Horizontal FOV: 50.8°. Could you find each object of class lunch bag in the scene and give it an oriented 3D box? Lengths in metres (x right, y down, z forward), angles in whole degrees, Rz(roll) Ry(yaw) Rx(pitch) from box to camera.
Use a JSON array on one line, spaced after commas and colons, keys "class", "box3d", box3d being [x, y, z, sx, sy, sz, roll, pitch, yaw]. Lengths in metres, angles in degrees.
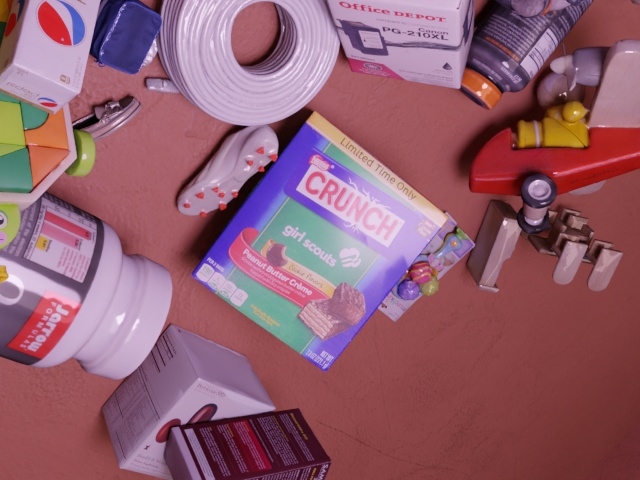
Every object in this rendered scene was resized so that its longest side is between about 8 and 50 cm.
[{"class": "lunch bag", "box3d": [-0.255, -0.261, 0.849, 0.067, 0.065, 0.098, 15, 110, -55]}]

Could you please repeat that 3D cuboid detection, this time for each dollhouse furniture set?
[{"class": "dollhouse furniture set", "box3d": [0.453, 0.029, 1.404, 0.242, 0.212, 0.161, 12, 114, -8]}]

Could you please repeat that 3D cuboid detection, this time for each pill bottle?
[{"class": "pill bottle", "box3d": [0.326, -0.340, 1.122, 0.130, 0.130, 0.246, 31, 101, -42]}, {"class": "pill bottle", "box3d": [-0.383, 0.035, 0.839, 0.363, 0.210, 0.210, 31, 101, -34]}]

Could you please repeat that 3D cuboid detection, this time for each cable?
[{"class": "cable", "box3d": [-0.092, -0.285, 0.919, 0.257, 0.089, 0.257, 9, 114, -36]}]

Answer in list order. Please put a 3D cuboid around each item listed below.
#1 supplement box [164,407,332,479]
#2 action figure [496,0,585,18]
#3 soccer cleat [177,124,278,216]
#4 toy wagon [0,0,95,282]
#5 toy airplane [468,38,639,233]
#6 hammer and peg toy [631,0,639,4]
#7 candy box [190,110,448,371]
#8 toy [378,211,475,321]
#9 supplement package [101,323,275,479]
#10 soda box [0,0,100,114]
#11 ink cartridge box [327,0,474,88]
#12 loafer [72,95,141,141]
[{"class": "supplement box", "box3d": [-0.118, 0.357, 1.101, 0.239, 0.130, 0.073, 0, 121, -32]}, {"class": "action figure", "box3d": [0.248, -0.445, 0.970, 0.330, 0.341, 0.178, 23, 143, -19]}, {"class": "soccer cleat", "box3d": [-0.143, -0.109, 1.027, 0.196, 0.076, 0.068, -36, 143, 20]}, {"class": "toy wagon", "box3d": [-0.371, -0.124, 0.712, 0.068, 0.345, 0.267, -24, 164, 41]}, {"class": "toy airplane", "box3d": [0.494, -0.203, 1.210, 0.384, 0.273, 0.386, 2, 150, -35]}, {"class": "hammer and peg toy", "box3d": [0.666, -0.614, 1.156, 0.265, 0.127, 0.361, -22, 129, -19]}, {"class": "candy box", "box3d": [0.000, 0.000, 1.071, 0.268, 0.122, 0.317, 37, 96, -8]}, {"class": "toy", "box3d": [0.214, 0.069, 1.374, 0.237, 0.056, 0.137, -47, 131, 3]}, {"class": "supplement package", "box3d": [-0.230, 0.293, 1.178, 0.203, 0.149, 0.194, -50, 132, 7]}, {"class": "soda box", "box3d": [-0.292, -0.254, 0.740, 0.074, 0.069, 0.216, 22, 62, -39]}, {"class": "ink cartridge box", "box3d": [0.114, -0.306, 0.905, 0.237, 0.171, 0.100, 42, 62, -74]}, {"class": "loafer", "box3d": [-0.301, -0.159, 0.904, 0.125, 0.045, 0.039, -36, 126, -3]}]
